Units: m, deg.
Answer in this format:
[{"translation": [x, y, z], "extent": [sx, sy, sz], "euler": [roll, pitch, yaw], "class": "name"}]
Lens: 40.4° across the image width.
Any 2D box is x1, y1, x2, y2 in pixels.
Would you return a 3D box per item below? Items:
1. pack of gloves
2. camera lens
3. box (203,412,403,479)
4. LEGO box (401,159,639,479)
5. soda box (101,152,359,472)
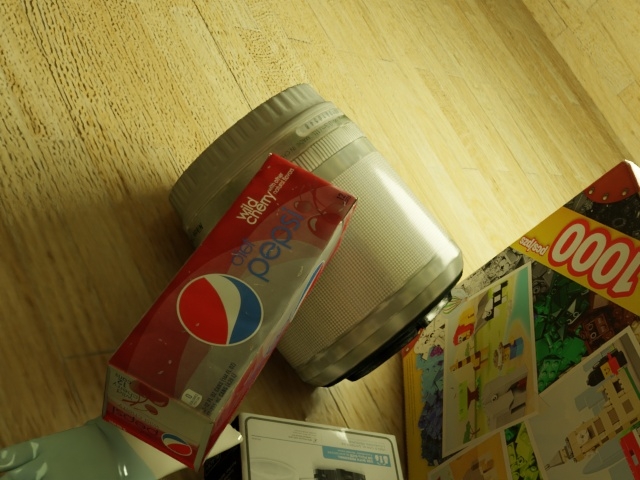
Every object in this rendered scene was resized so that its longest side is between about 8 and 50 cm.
[{"translation": [-0.115, 0.194, 0.621], "extent": [0.195, 0.046, 0.232], "euler": [51, 37, 15], "class": "pack of gloves"}, {"translation": [0.000, 0.000, 0.930], "extent": [0.274, 0.219, 0.219], "euler": [50, 33, 2], "class": "camera lens"}, {"translation": [-0.001, 0.299, 0.717], "extent": [0.169, 0.087, 0.290], "euler": [15, 45, -24], "class": "box"}, {"translation": [0.280, 0.222, 0.892], "extent": [0.193, 0.372, 0.500], "euler": [32, 36, -24], "class": "LEGO box"}, {"translation": [-0.067, 0.047, 0.706], "extent": [0.092, 0.083, 0.263], "euler": [28, 48, 6], "class": "soda box"}]
